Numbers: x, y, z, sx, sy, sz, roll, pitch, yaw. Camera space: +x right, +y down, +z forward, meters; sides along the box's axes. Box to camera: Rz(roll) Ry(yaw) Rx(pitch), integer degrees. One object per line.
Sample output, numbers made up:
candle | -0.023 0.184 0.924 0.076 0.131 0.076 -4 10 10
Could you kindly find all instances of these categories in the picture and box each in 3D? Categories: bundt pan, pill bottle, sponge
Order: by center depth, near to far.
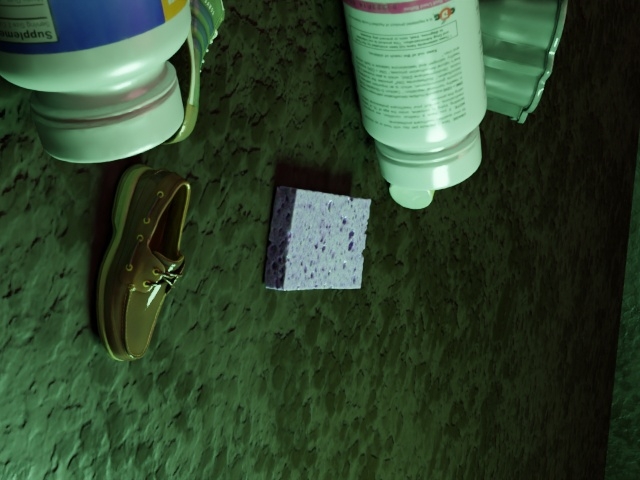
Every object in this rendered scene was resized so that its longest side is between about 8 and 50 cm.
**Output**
pill bottle | -0.175 -0.199 0.790 0.152 0.152 0.272 -50 140 -47
sponge | 0.000 0.000 1.347 0.210 0.031 0.117 3 95 -64
pill bottle | 0.119 -0.213 1.376 0.160 0.160 0.283 -54 143 -44
bundt pan | 0.235 -0.329 1.516 0.331 0.124 0.331 -174 -90 -87

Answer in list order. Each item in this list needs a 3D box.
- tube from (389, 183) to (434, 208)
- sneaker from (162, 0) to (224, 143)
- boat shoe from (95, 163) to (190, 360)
tube | 0.157 -0.150 1.601 0.070 0.062 0.240 -43 -160 52
sneaker | -0.117 -0.186 1.010 0.086 0.064 0.192 -20 112 -56
boat shoe | -0.155 0.022 1.003 0.064 0.060 0.178 10 89 -64
